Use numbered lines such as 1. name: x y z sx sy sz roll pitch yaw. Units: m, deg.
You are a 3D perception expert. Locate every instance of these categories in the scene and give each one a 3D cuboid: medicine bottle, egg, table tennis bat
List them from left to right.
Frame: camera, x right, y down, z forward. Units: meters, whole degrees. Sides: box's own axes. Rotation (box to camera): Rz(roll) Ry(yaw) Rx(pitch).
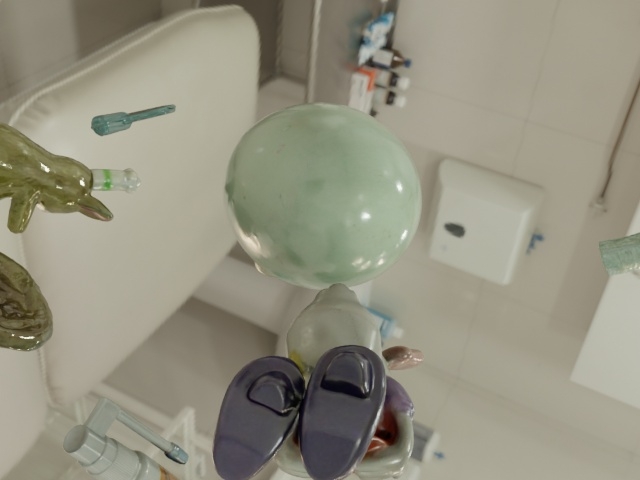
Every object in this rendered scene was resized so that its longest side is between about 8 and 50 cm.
1. table tennis bat: -0.324 -0.206 1.341 0.201 0.124 0.033 -42 120 -67
2. medicine bottle: -0.221 0.278 0.969 0.092 0.061 0.220 -58 137 -23
3. egg: -0.010 -0.060 1.001 0.229 0.230 0.371 -70 -157 3

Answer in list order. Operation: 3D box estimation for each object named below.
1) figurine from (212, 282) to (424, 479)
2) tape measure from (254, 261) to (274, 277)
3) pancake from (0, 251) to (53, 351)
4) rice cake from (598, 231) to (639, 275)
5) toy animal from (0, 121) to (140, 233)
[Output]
1. figurine: 0.019 0.150 0.822 0.421 0.154 0.193 53 36 -70
2. tape measure: 0.000 0.000 1.617 0.231 0.271 0.132 -42 138 -60
3. pancake: -0.565 0.076 1.314 0.049 0.294 0.294 -49 162 7
4. rice cake: 0.470 -0.015 0.977 0.045 0.245 0.042 60 18 -22
5. toy animal: -0.560 -0.111 1.594 0.363 0.180 0.181 26 44 -35
